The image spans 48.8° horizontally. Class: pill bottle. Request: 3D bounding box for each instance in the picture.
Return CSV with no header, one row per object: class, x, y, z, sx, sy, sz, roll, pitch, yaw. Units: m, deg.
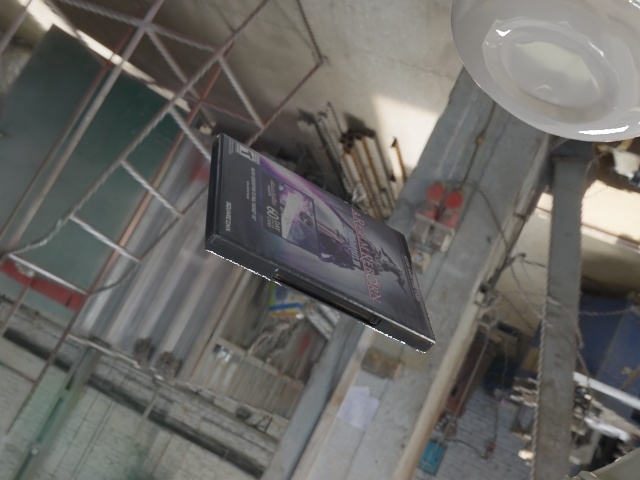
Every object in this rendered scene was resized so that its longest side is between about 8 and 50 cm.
pill bottle,0.251,-0.247,0.544,0.181,0.323,0.181,33,165,10

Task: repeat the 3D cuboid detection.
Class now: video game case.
video game case,0.000,0.000,0.779,0.274,0.026,0.196,27,-150,-24

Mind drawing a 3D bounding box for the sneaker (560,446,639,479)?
sneaker,0.096,0.124,0.290,0.075,0.161,0.057,58,166,-11
